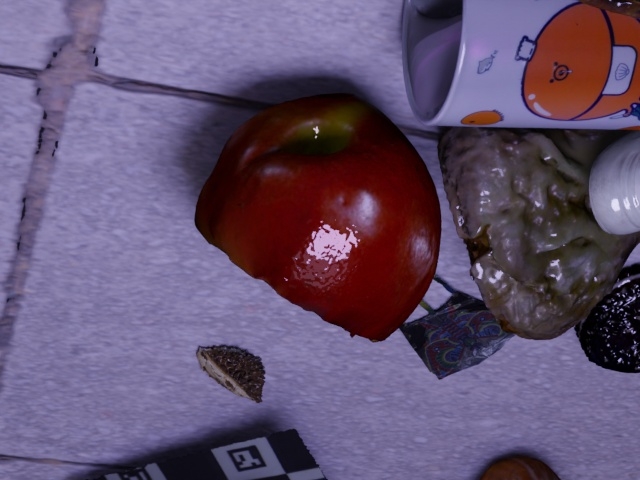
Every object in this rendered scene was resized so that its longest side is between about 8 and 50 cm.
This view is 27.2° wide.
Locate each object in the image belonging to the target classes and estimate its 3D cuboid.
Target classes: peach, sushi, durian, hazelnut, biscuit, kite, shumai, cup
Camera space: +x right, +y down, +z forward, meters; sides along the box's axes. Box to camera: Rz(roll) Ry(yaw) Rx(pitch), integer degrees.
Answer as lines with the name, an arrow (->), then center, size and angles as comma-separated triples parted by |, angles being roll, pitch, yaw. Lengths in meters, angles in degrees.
peach -> 0.000, 0.000, 1.516 | 0.281, 0.281, 0.338 | -5, 137, -5
sushi -> -0.137, 0.380, 1.948 | 0.373, 0.100, 0.296 | -16, 124, 18
durian -> -0.114, 0.177, 1.806 | 0.066, 0.052, 0.130 | 1, 143, 44
hazelnut -> 0.300, 0.416, 1.988 | 0.182, 0.182, 0.182 | -5, 132, -6
biscuit -> 0.445, 0.109, 1.826 | 0.194, 0.053, 0.194 | -6, 132, -6
kite -> 0.147, 0.097, 1.786 | 0.152, 0.015, 0.285 | -36, 128, 21
shumai -> 0.304, -0.035, 1.561 | 0.283, 0.217, 0.346 | -19, 129, 7
cup -> 0.266, -0.223, 1.395 | 0.317, 0.212, 0.212 | 1, 131, -13

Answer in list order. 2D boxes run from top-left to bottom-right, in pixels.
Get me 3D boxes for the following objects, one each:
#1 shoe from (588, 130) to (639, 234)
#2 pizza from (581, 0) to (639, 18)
shoe -> 0.448, -0.102, 1.481 | 0.316, 0.159, 0.124 | -34, 110, -29
pizza -> 0.257, -0.343, 1.138 | 0.392, 0.080, 0.435 | -17, 121, -1
